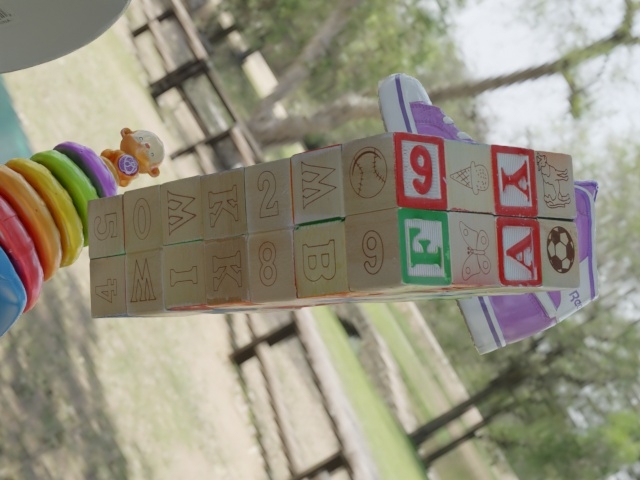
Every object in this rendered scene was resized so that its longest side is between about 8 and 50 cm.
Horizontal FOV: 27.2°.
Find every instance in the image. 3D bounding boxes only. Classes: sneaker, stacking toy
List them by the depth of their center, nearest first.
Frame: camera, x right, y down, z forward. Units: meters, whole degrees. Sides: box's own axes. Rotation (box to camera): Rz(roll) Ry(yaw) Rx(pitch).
[{"bbox_3d":[0.163,-0.050,1.216,0.102,0.161,0.282,47,18,-72],"label":"sneaker"},{"bbox_3d":[-0.284,-0.042,1.446,0.175,0.302,0.166,54,-34,3],"label":"stacking toy"}]

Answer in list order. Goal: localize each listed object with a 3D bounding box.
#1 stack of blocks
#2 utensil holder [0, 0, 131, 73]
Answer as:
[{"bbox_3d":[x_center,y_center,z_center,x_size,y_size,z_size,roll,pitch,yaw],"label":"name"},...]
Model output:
[{"bbox_3d":[0.000,0.000,0.881,0.171,0.297,0.087,2,83,-45],"label":"stack of blocks"},{"bbox_3d":[-0.312,-0.368,1.053,0.327,0.328,0.385,51,28,-66],"label":"utensil holder"}]
